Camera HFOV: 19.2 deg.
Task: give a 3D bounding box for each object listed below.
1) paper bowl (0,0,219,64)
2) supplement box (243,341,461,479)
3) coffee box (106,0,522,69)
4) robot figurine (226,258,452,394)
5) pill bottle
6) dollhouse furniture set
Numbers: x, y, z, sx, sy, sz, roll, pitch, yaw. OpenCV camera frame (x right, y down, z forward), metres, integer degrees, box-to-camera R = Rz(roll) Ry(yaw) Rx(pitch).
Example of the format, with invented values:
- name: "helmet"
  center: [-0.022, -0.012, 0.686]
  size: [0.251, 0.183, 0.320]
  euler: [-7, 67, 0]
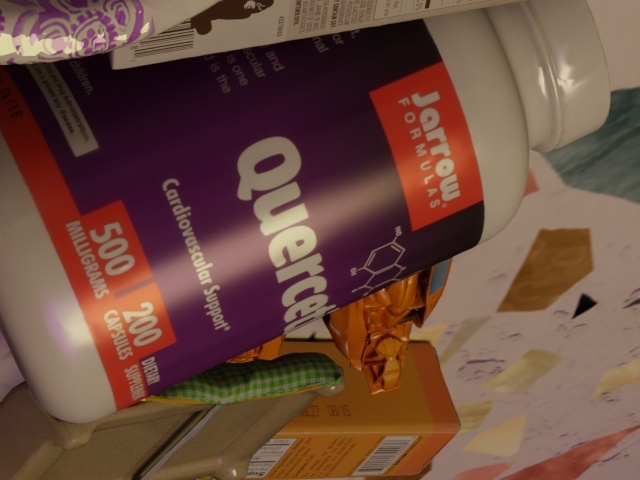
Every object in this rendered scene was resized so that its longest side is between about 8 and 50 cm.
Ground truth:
- name: "paper bowl"
  center: [-0.122, -0.215, 0.669]
  size: [0.284, 0.148, 0.284]
  euler: [-11, 114, -26]
- name: "supplement box"
  center: [-0.021, 0.121, 1.348]
  size: [0.233, 0.078, 0.080]
  euler: [4, 144, -31]
- name: "coffee box"
  center: [0.009, -0.177, 0.865]
  size: [0.247, 0.141, 0.098]
  euler: [-12, 146, -14]
- name: "robot figurine"
  center: [0.000, 0.000, 1.171]
  size: [0.211, 0.085, 0.291]
  euler: [-12, 147, -13]
- name: "pill bottle"
  center: [-0.024, -0.049, 0.956]
  size: [0.323, 0.181, 0.181]
  euler: [-24, 148, -10]
- name: "dollhouse furniture set"
  center: [-0.153, 0.097, 1.158]
  size: [0.198, 0.151, 0.301]
  euler: [-8, 156, -36]
